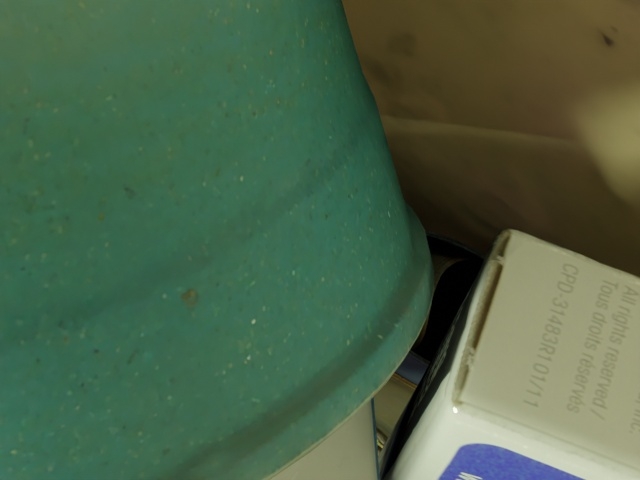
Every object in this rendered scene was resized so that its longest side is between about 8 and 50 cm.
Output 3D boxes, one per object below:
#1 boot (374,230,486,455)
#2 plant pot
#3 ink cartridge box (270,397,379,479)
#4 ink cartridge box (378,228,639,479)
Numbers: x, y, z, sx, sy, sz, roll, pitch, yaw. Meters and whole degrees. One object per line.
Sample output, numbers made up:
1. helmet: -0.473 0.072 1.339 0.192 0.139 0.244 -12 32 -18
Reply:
1. boot: 0.000 0.000 0.593 0.219 0.082 0.106 40 148 -20
2. plant pot: -0.128 -0.082 0.401 0.271 0.271 0.255 13 122 48
3. ink cartridge box: -0.104 0.057 0.521 0.231 0.134 0.078 15 115 52
4. ink cartridge box: 0.158 0.131 0.539 0.307 0.072 0.303 20 154 1
